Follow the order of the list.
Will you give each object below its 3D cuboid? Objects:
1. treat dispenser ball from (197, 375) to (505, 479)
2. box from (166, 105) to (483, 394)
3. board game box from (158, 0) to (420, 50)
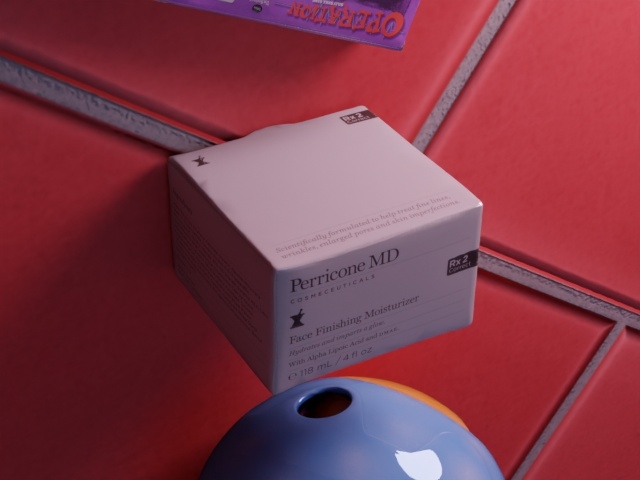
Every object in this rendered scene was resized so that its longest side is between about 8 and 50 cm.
[{"bbox_3d":[0.027,0.261,1.130,0.288,0.288,0.288,-17,128,-24],"label":"treat dispenser ball"},{"bbox_3d":[0.000,0.000,1.010,0.181,0.182,0.119,-17,128,-24],"label":"box"},{"bbox_3d":[-0.050,-0.258,0.899,0.347,0.056,0.208,6,111,-37],"label":"board game box"}]
